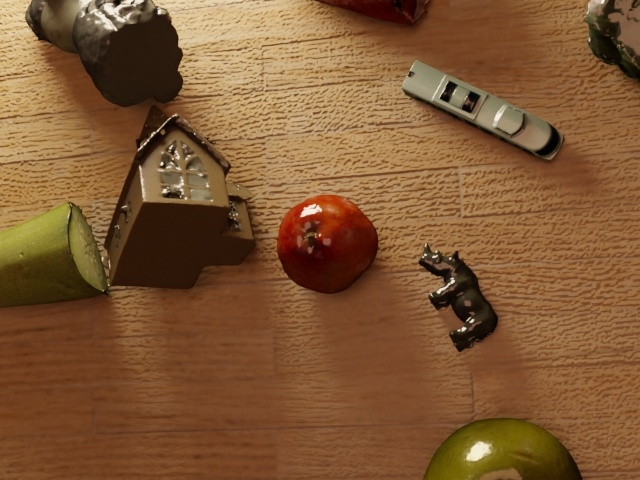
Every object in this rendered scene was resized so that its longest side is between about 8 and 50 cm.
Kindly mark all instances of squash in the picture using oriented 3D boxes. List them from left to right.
[{"bbox_3d":[-0.400,0.038,1.307,0.287,0.137,0.137,-15,79,26],"label":"squash"}]

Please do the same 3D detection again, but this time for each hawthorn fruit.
[{"bbox_3d":[0.004,-0.003,1.197,0.125,0.140,0.125,-15,47,17],"label":"hawthorn fruit"}]

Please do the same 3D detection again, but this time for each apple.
[{"bbox_3d":[0.203,0.296,1.092,0.196,0.157,0.197,-1,78,6],"label":"apple"}]

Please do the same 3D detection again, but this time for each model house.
[{"bbox_3d":[-0.181,-0.083,1.254,0.176,0.181,0.248,5,50,-24],"label":"model house"}]

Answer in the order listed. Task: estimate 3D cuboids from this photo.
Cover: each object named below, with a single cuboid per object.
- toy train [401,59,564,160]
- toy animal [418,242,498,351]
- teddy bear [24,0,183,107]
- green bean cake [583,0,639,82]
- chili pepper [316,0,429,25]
[{"bbox_3d":[0.200,-0.158,1.204,0.207,0.047,0.043,29,92,16],"label":"toy train"},{"bbox_3d":[0.162,0.062,1.187,0.065,0.047,0.136,-29,76,3],"label":"toy animal"},{"bbox_3d":[-0.290,-0.303,1.286,0.144,0.171,0.251,-39,69,-19],"label":"teddy bear"},{"bbox_3d":[0.456,-0.273,1.114,0.241,0.132,0.255,33,93,16],"label":"green bean cake"},{"bbox_3d":[0.026,-0.361,1.252,0.252,0.136,0.144,13,131,25],"label":"chili pepper"}]
